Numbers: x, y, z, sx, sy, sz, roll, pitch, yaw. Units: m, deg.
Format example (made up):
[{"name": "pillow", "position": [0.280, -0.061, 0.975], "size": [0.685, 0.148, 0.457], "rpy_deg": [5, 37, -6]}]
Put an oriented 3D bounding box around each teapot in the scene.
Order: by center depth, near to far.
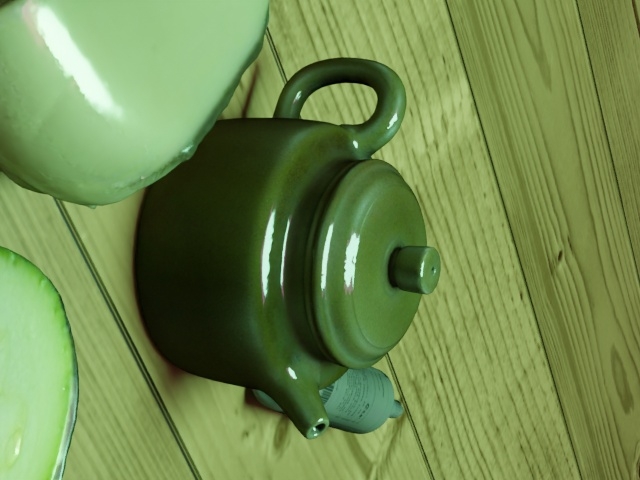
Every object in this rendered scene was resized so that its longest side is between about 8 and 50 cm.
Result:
[{"name": "teapot", "position": [0.000, 0.000, 1.111], "size": [0.185, 0.175, 0.267], "rpy_deg": [38, 62, -59]}]

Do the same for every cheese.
[{"name": "cheese", "position": [-0.130, -0.155, 0.906], "size": [0.266, 0.127, 0.233], "rpy_deg": [-63, 141, -37]}]

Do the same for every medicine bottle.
[{"name": "medicine bottle", "position": [0.018, 0.118, 1.277], "size": [0.199, 0.058, 0.057], "rpy_deg": [24, 74, -59]}]

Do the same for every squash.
[{"name": "squash", "position": [-0.209, 0.105, 0.905], "size": [0.219, 0.041, 0.219], "rpy_deg": [-30, 123, -59]}]
